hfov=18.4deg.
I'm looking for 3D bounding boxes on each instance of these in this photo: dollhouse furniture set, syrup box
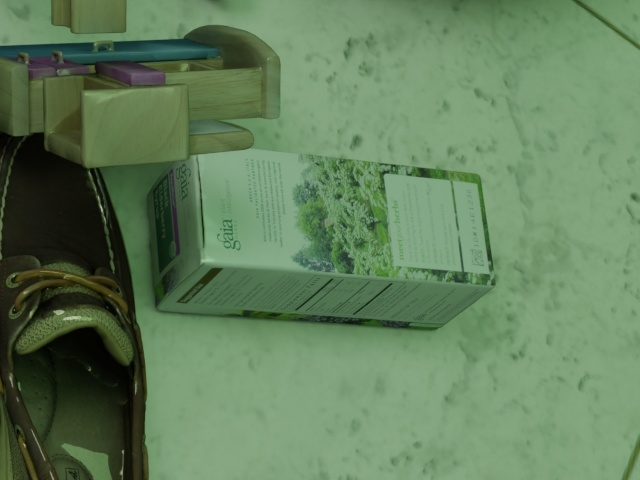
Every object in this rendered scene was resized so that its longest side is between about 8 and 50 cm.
[{"bbox_3d":[-0.122,-0.226,1.313,0.198,0.286,0.303,-7,105,-29],"label":"dollhouse furniture set"},{"bbox_3d":[0.000,0.000,1.436,0.237,0.096,0.093,5,66,-25],"label":"syrup box"}]

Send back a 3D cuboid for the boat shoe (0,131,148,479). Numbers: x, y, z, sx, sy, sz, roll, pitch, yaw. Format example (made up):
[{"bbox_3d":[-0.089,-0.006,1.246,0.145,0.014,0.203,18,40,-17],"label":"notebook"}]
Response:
[{"bbox_3d":[-0.164,0.067,1.307,0.123,0.123,0.342,6,67,-25],"label":"boat shoe"}]
